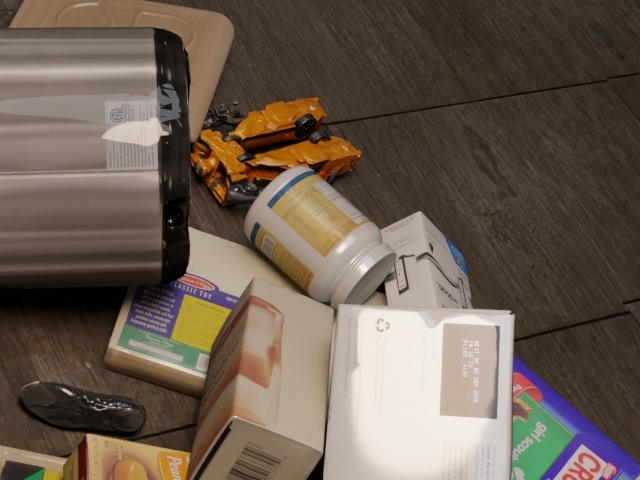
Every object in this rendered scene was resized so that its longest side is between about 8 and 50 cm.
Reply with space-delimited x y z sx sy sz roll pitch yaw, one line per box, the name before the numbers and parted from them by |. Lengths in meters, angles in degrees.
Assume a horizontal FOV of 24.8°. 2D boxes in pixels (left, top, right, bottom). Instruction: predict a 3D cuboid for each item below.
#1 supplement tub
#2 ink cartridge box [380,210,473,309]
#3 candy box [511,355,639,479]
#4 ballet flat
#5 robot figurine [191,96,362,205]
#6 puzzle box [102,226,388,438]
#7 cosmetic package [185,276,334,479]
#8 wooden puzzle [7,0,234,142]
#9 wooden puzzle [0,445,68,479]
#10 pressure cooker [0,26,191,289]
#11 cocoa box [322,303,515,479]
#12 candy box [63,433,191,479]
supplement tub | 0.000 0.000 2.160 0.199 0.144 0.144 42 47 16
ink cartridge box | 0.167 0.082 2.224 0.148 0.086 0.203 43 29 -42
candy box | 0.267 0.332 2.061 0.317 0.122 0.268 43 49 16
ballet flat | -0.321 0.227 1.967 0.173 0.057 0.049 15 5 -12
robot figurine | -0.086 -0.140 2.365 0.291 0.085 0.211 -18 59 -35
puzzle box | -0.092 0.133 2.138 0.409 0.052 0.272 19 45 -6
cosmetic package | -0.075 0.202 1.889 0.129 0.153 0.296 24 30 -11
wooden puzzle | -0.339 -0.283 2.368 0.348 0.080 0.322 13 44 0
wooden puzzle | -0.335 0.363 1.829 0.238 0.044 0.221 16 45 -10
pressure cooker | -0.389 -0.118 1.994 0.420 0.375 0.370 -2 45 -9
cocoa box | 0.123 0.278 1.852 0.231 0.228 0.347 3 71 3
candy box | -0.163 0.366 1.833 0.316 0.087 0.183 15 45 -26
